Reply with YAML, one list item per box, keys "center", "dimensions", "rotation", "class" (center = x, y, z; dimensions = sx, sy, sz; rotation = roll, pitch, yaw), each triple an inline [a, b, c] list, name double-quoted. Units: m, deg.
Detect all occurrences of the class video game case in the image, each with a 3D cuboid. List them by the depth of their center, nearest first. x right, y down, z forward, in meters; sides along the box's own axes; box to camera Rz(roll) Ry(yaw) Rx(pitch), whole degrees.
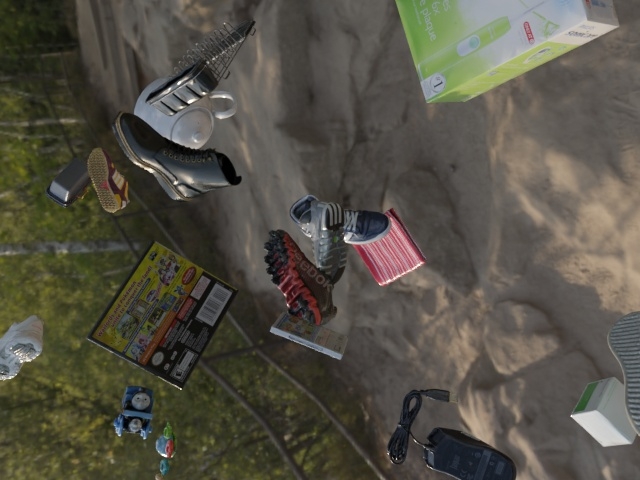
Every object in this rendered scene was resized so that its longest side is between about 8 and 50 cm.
- center: [-0.016, 0.156, 0.916]
  dimensions: [0.087, 0.122, 0.011]
  rotation: [-45, -24, -77]
  class: "video game case"
- center: [-0.370, 0.175, 1.328]
  dimensions: [0.274, 0.248, 0.035]
  rotation: [-62, 12, -21]
  class: "video game case"

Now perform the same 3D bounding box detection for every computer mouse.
- center: [0.283, 0.407, 1.157]
  dimensions: [0.060, 0.262, 0.183]
  rotation: [-10, -68, -74]
  class: "computer mouse"

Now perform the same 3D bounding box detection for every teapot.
- center: [-0.403, -0.352, 1.631]
  dimensions: [0.187, 0.253, 0.255]
  rotation: [39, 111, 27]
  class: "teapot"

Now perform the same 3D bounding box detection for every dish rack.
- center: [-0.259, -0.403, 1.238]
  dimensions: [0.208, 0.074, 0.271]
  rotation: [-11, 46, 43]
  class: "dish rack"

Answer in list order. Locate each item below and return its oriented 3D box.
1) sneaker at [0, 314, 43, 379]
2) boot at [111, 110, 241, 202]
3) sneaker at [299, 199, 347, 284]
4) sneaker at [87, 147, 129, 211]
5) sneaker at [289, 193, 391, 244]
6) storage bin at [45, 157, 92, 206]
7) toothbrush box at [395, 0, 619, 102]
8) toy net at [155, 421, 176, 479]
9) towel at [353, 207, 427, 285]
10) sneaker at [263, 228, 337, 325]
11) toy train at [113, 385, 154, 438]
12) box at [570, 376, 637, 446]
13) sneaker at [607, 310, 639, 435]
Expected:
- center: [-0.760, 0.262, 1.369]
  dimensions: [0.090, 0.232, 0.115]
  rotation: [47, -157, -35]
  class: "sneaker"
- center: [-0.236, -0.153, 0.932]
  dimensions: [0.198, 0.137, 0.076]
  rotation: [48, -138, -43]
  class: "boot"
- center: [0.000, 0.000, 1.446]
  dimensions: [0.132, 0.086, 0.228]
  rotation: [23, 116, 46]
  class: "sneaker"
- center: [-0.595, -0.177, 1.563]
  dimensions: [0.084, 0.070, 0.185]
  rotation: [-51, -40, -59]
  class: "sneaker"
- center: [0.048, -0.061, 1.552]
  dimensions: [0.153, 0.283, 0.099]
  rotation: [44, -128, -58]
  class: "sneaker"
- center: [-0.747, -0.177, 1.661]
  dimensions: [0.098, 0.135, 0.091]
  rotation: [37, 147, -13]
  class: "storage bin"
- center: [0.279, -0.368, 0.872]
  dimensions: [0.283, 0.122, 0.206]
  rotation: [-18, 88, 48]
  class: "toothbrush box"
- center: [-0.396, 0.609, 1.454]
  dimensions: [0.122, 0.045, 0.232]
  rotation: [-49, 42, 37]
  class: "toy net"
- center: [0.208, 0.030, 1.743]
  dimensions: [0.198, 0.031, 0.275]
  rotation: [57, 151, 5]
  class: "towel"
- center: [-0.044, 0.093, 1.349]
  dimensions: [0.097, 0.135, 0.275]
  rotation: [-45, 62, 42]
  class: "sneaker"
- center: [-0.416, 0.382, 1.242]
  dimensions: [0.184, 0.080, 0.105]
  rotation: [150, 131, -66]
  class: "toy train"
- center: [0.624, 0.370, 1.192]
  dimensions: [0.102, 0.101, 0.087]
  rotation: [43, 152, 4]
  class: "box"
- center: [0.630, 0.264, 0.974]
  dimensions: [0.135, 0.150, 0.366]
  rotation: [-49, 3, 31]
  class: "sneaker"
